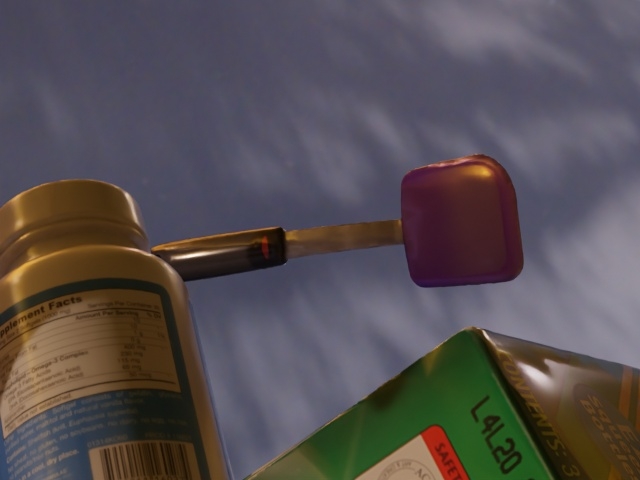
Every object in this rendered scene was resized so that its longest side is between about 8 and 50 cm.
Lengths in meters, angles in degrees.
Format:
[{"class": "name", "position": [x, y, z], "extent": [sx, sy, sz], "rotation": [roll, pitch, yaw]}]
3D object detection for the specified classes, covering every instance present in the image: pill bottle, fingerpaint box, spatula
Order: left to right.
[{"class": "pill bottle", "position": [-0.122, 0.081, 0.880], "extent": [0.124, 0.124, 0.221], "rotation": [9, -131, -33]}, {"class": "spatula", "position": [0.000, 0.000, 1.083], "extent": [0.030, 0.296, 0.084], "rotation": [2, -98, -62]}, {"class": "fingerpaint box", "position": [0.193, 0.277, 0.721], "extent": [0.371, 0.163, 0.445], "rotation": [18, -140, -57]}]
